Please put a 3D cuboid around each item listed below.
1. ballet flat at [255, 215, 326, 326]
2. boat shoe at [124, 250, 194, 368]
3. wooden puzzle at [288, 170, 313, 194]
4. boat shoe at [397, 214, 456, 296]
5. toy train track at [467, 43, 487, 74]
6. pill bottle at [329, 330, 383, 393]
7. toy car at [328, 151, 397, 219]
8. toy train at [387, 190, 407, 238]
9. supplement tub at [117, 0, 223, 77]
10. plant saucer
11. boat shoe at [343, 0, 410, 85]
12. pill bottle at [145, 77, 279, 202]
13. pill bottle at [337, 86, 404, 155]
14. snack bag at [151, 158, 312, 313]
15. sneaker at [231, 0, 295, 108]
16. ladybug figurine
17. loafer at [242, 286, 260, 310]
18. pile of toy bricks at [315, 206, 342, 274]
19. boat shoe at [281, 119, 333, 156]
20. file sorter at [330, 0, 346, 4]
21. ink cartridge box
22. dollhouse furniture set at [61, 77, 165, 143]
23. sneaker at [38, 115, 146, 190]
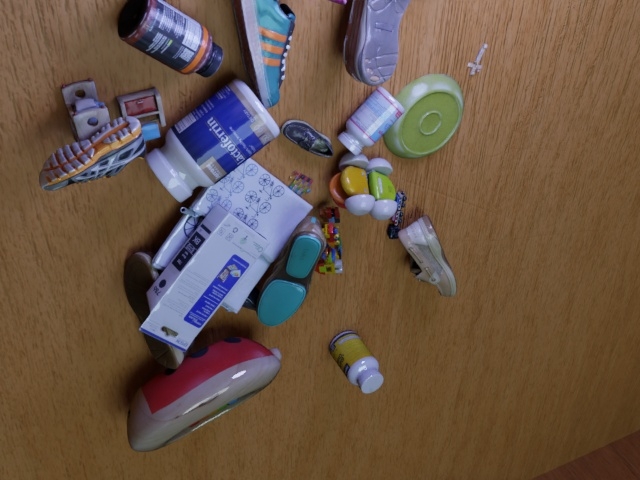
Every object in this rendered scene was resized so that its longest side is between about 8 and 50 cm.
[{"bbox_3d":[-0.072,0.070,1.991,0.116,0.124,0.342,18,128,-7],"label":"ballet flat"},{"bbox_3d":[-0.377,0.154,1.920,0.123,0.123,0.342,-43,134,-40],"label":"boat shoe"},{"bbox_3d":[-0.050,-0.139,1.945,0.083,0.006,0.049,25,109,-43],"label":"wooden puzzle"},{"bbox_3d":[0.307,0.059,2.267,0.110,0.121,0.341,-25,135,5],"label":"boat shoe"},{"bbox_3d":[0.398,-0.452,1.969,0.048,0.014,0.083,2,123,-34],"label":"toy train track"},{"bbox_3d":[0.109,0.363,2.331,0.103,0.184,0.103,-17,132,-20],"label":"pill bottle"},{"bbox_3d":[0.101,-0.125,1.974,0.182,0.159,0.136,10,154,-38],"label":"toy car"},{"bbox_3d":[0.207,-0.068,2.155,0.036,0.027,0.158,-5,128,-16],"label":"toy train"},{"bbox_3d":[-0.284,-0.389,1.520,0.198,0.106,0.106,25,109,-43],"label":"supplement tub"},{"bbox_3d":[0.271,-0.304,1.993,0.241,0.037,0.241,-17,133,-19],"label":"plant saucer"},{"bbox_3d":[0.112,-0.497,1.676,0.123,0.116,0.324,10,98,-34],"label":"boat shoe"},{"bbox_3d":[-0.231,-0.209,1.668,0.265,0.153,0.153,-38,136,1],"label":"pill bottle"},{"bbox_3d":[0.118,-0.282,1.877,0.160,0.087,0.087,-46,135,10],"label":"pill bottle"},{"bbox_3d":[-0.206,-0.013,1.879,0.342,0.037,0.323,-54,136,-2],"label":"snack bag"},{"bbox_3d":[-0.100,-0.413,1.615,0.121,0.108,0.302,-19,132,-13],"label":"sneaker"},{"bbox_3d":[-0.312,0.387,2.062,0.449,0.162,0.305,-28,167,-12],"label":"ladybug figurine"},{"bbox_3d":[-0.207,0.144,2.050,0.061,0.062,0.170,-28,136,23],"label":"loafer"},{"bbox_3d":[0.000,0.000,2.041,0.105,0.118,0.212,-2,149,3],"label":"pile of toy bricks"},{"bbox_3d":[-0.025,-0.238,1.848,0.152,0.049,0.056,17,115,-40],"label":"boat shoe"},{"bbox_3d":[0.044,-0.610,1.446,0.290,0.182,0.202,-51,127,1],"label":"file sorter"},{"bbox_3d":[-0.277,0.089,1.815,0.332,0.065,0.165,-52,138,-2],"label":"ink cartridge box"},{"bbox_3d":[-0.395,-0.245,1.549,0.184,0.129,0.129,-18,133,-18],"label":"dollhouse furniture set"},{"bbox_3d":[-0.420,-0.145,1.466,0.215,0.084,0.083,-29,140,-9],"label":"sneaker"}]
